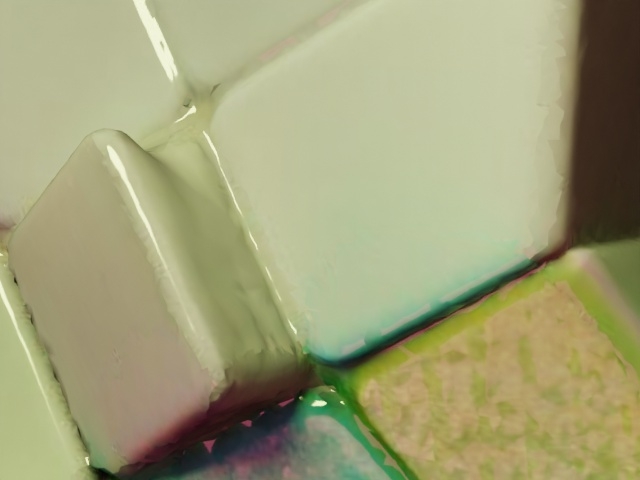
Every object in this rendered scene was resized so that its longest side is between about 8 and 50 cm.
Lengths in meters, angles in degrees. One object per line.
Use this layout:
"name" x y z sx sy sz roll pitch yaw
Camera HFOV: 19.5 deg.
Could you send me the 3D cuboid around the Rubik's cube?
"Rubik's cube" 0.018 0.014 0.688 0.387 0.358 0.368 8 97 30
